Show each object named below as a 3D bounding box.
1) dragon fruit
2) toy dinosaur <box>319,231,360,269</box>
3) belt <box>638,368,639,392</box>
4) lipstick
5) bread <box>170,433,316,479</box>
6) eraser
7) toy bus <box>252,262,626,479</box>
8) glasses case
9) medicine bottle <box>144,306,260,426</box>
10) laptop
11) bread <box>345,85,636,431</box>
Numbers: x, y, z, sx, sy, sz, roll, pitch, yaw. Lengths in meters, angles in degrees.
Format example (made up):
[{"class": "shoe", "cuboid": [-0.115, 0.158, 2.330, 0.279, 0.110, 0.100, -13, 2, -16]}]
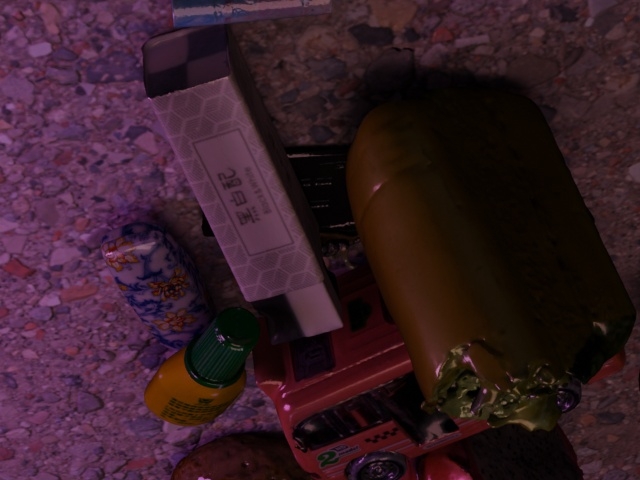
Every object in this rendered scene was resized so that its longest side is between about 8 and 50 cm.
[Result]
[{"class": "dragon fruit", "cuboid": [0.216, 0.348, 2.180, 0.291, 0.290, 0.189, 24, 130, -34]}, {"class": "toy dinosaur", "cuboid": [0.002, 0.012, 1.924, 0.180, 0.037, 0.058, -10, 120, -10]}, {"class": "belt", "cuboid": [0.565, 0.142, 2.045, 0.324, 0.227, 0.115, -13, 145, -15]}, {"class": "lipstick", "cuboid": [-0.069, -0.240, 1.595, 0.158, 0.048, 0.048, -6, 140, -5]}, {"class": "bread", "cuboid": [-0.105, 0.369, 2.261, 0.230, 0.123, 0.230, -4, 140, -3]}, {"class": "eraser", "cuboid": [-0.078, -0.051, 1.751, 0.098, 0.096, 0.404, -16, 134, 8]}, {"class": "toy bus", "cuboid": [0.133, 0.124, 1.955, 0.427, 0.203, 0.233, -25, 136, 17]}, {"class": "glasses case", "cuboid": [-0.184, 0.058, 1.909, 0.087, 0.065, 0.248, -11, 145, 8]}, {"class": "medicine bottle", "cuboid": [-0.133, 0.154, 1.936, 0.111, 0.076, 0.309, 1, 159, -18]}, {"class": "laptop", "cuboid": [-0.037, -0.053, 1.842, 0.197, 0.016, 0.135, -2, 135, -9]}, {"class": "bread", "cuboid": [0.166, 0.017, 1.708, 0.251, 0.376, 0.208, -4, 152, -33]}]
